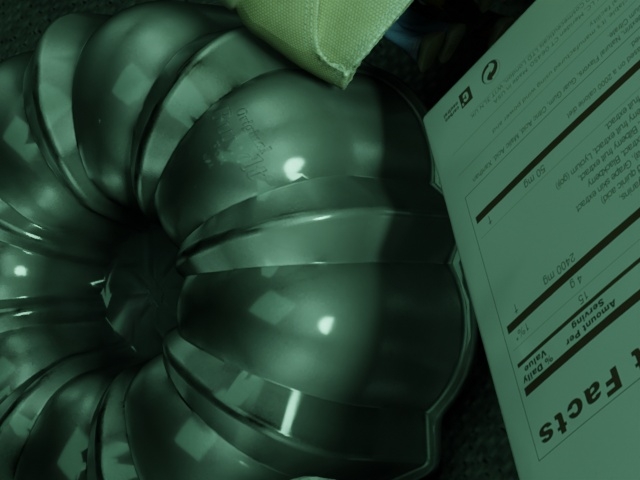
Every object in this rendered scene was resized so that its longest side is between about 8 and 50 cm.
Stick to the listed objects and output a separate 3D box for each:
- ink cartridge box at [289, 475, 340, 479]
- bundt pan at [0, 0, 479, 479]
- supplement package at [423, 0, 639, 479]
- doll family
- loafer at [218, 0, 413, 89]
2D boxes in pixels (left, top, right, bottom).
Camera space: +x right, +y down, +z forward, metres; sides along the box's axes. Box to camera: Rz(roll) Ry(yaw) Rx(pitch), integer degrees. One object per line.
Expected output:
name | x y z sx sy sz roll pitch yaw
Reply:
ink cartridge box | 0.028 0.286 0.603 0.226 0.131 0.306 -45 55 17
bundt pan | -0.093 0.026 0.742 0.330 0.124 0.331 -2 85 29
supplement package | 0.182 0.025 0.569 0.175 0.177 0.293 -45 37 31
doll family | 0.051 -0.145 0.784 0.111 0.193 0.076 36 113 18
loafer | 0.078 -0.164 0.670 0.268 0.102 0.092 -33 96 9
